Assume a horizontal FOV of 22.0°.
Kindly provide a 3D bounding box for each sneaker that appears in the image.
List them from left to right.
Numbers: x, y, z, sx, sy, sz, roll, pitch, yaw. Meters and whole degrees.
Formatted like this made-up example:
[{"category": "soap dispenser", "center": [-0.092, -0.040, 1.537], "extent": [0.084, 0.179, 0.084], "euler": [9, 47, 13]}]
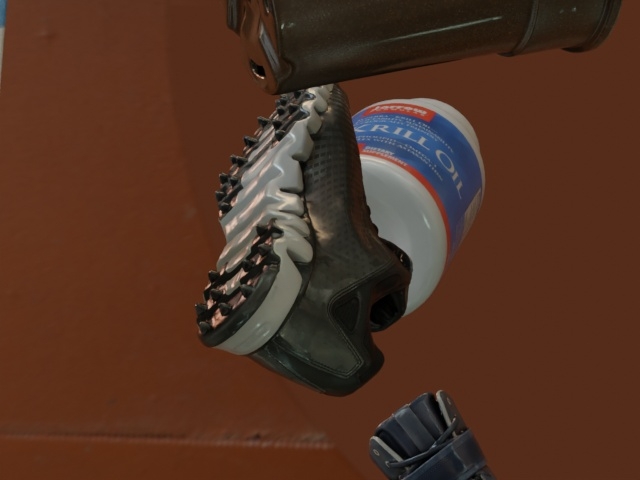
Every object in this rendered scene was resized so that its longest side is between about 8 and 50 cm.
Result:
[{"category": "sneaker", "center": [0.000, 0.000, 0.875], "extent": [0.106, 0.234, 0.078], "euler": [37, 121, -19]}, {"category": "sneaker", "center": [0.109, 0.200, 1.269], "extent": [0.086, 0.226, 0.163], "euler": [-31, 90, -8]}]

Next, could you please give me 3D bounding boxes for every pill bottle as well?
[{"category": "pill bottle", "center": [0.052, -0.033, 1.200], "extent": [0.124, 0.221, 0.124], "euler": [5, 111, 14]}]

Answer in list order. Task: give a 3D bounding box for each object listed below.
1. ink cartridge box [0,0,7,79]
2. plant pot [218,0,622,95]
[{"category": "ink cartridge box", "center": [-0.256, -0.040, 0.756], "extent": [0.197, 0.270, 0.198], "euler": [6, 62, -15]}, {"category": "plant pot", "center": [0.035, -0.151, 0.789], "extent": [0.165, 0.167, 0.167], "euler": [-16, 93, -13]}]
